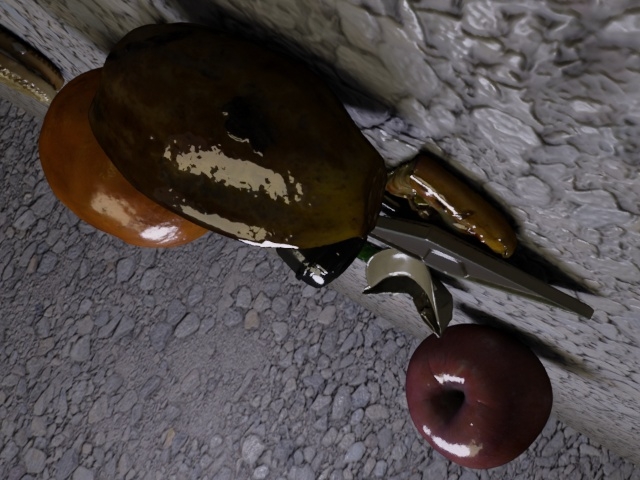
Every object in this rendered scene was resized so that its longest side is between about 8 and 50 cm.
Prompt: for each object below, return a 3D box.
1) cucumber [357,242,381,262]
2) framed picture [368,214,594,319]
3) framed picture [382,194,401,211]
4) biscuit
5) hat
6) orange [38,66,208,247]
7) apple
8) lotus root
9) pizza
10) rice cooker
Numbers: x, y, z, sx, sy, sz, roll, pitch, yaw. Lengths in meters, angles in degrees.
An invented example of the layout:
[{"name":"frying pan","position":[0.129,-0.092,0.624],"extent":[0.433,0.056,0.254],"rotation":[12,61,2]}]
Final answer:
[{"name":"cucumber","position":[0.095,0.027,1.564],"extent":[0.168,0.039,0.039],"rotation":[28,174,32]},{"name":"framed picture","position":[0.157,0.018,1.081],"extent":[0.247,0.022,0.335],"rotation":[25,178,-22]},{"name":"framed picture","position":[-0.074,-0.136,1.042],"extent":[0.347,0.016,0.265],"rotation":[31,179,-13]},{"name":"biscuit","position":[-0.624,-0.358,1.646],"extent":[0.259,0.079,0.259],"rotation":[30,174,4]},{"name":"hat","position":[0.168,0.061,1.451],"extent":[0.166,0.144,0.173],"rotation":[28,130,21]},{"name":"orange","position":[-0.258,-0.114,1.183],"extent":[0.284,0.226,0.284],"rotation":[32,176,2]},{"name":"apple","position":[0.317,0.306,1.671],"extent":[0.235,0.305,0.306],"rotation":[3,-165,-43]},{"name":"lotus root","position":[-0.069,-0.100,0.785],"extent":[0.291,0.193,0.193],"rotation":[32,174,13]},{"name":"pizza","position":[0.113,-0.048,0.887],"extent":[0.176,0.036,0.185],"rotation":[25,172,40]},{"name":"rice cooker","position":[0.001,0.000,1.330],"extent":[0.118,0.142,0.203],"rotation":[42,175,-2]}]
